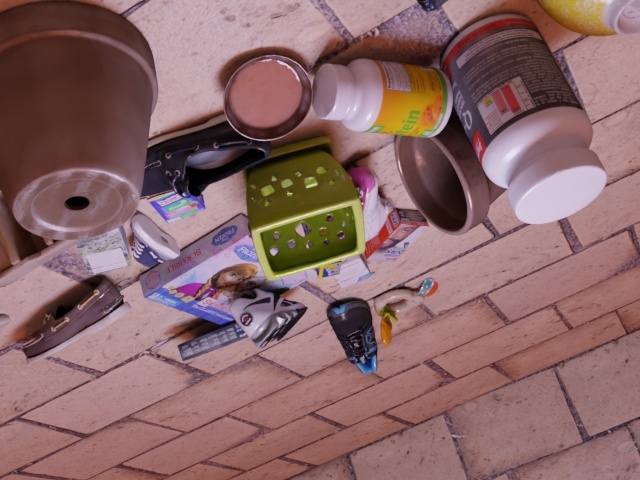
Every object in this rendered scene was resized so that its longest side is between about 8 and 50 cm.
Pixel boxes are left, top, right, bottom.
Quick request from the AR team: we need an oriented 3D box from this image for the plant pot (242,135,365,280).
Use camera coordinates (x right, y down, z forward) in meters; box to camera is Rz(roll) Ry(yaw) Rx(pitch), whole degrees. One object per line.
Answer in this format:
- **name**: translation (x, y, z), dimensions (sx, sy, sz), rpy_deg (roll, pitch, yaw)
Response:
- **plant pot**: translation (-0.044, -0.078, 1.747), dimensions (0.228, 0.207, 0.227), rpy_deg (-16, 150, -3)

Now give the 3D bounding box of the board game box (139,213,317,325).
- **board game box**: translation (-0.218, 0.085, 2.066), dimensions (0.318, 0.065, 0.319), rpy_deg (-30, 149, 21)

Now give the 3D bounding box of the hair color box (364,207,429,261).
- **hair color box**: translation (0.189, -0.011, 2.138), dimensions (0.093, 0.053, 0.167), rpy_deg (4, 143, -32)

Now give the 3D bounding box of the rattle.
- **rattle**: translation (0.264, 0.206, 2.465), dimensions (0.200, 0.142, 0.130), rpy_deg (-12, 132, 1)

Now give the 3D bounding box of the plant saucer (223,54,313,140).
- **plant saucer**: translation (-0.098, -0.264, 1.535), dimensions (0.169, 0.029, 0.168), rpy_deg (-10, 126, -14)

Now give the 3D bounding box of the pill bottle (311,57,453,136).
- **pill bottle**: translation (0.114, -0.270, 1.579), dimensions (0.246, 0.136, 0.136), rpy_deg (1, 146, -29)

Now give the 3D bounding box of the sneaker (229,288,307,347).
- **sneaker**: translation (-0.133, 0.174, 2.105), dimensions (0.122, 0.146, 0.330), rpy_deg (-50, 169, 5)

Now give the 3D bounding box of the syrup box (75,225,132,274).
- **syrup box**: translation (-0.459, -0.031, 1.714), dimensions (0.093, 0.096, 0.236), rpy_deg (-14, 150, -9)

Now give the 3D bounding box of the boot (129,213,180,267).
- **boot**: translation (-0.388, 0.009, 1.846), dimensions (0.086, 0.069, 0.190), rpy_deg (-25, 151, 8)

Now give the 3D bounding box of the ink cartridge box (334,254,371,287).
- **ink cartridge box**: translation (0.073, 0.067, 2.208), dimensions (0.089, 0.052, 0.122), rpy_deg (-22, 151, 7)

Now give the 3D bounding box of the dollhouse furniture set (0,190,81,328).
- **dollhouse furniture set**: translation (-0.608, -0.019, 1.420), dimensions (0.257, 0.362, 0.394), rpy_deg (-29, 174, 18)

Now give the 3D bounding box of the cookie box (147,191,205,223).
- **cookie box**: translation (-0.303, -0.089, 1.756), dimensions (0.092, 0.040, 0.107), rpy_deg (-20, 150, 6)

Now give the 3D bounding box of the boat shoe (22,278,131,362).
- **boat shoe**: translation (-0.604, 0.197, 2.021), dimensions (0.324, 0.096, 0.116), rpy_deg (-28, -170, 23)

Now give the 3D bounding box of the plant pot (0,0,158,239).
- **plant pot**: translation (-0.406, -0.165, 1.338), dimensions (0.323, 0.280, 0.323), rpy_deg (-12, 150, -7)

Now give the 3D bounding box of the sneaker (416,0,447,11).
- **sneaker**: translation (0.145, -0.422, 1.398), dimensions (0.217, 0.079, 0.121), rpy_deg (-18, 149, -2)

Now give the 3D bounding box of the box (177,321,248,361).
- **box**: translation (-0.262, 0.263, 2.292), dimensions (0.220, 0.051, 0.175), rpy_deg (-21, 176, 7)

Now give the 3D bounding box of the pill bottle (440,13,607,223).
- **pill bottle**: translation (0.376, -0.227, 1.562), dimensions (0.210, 0.362, 0.210), rpy_deg (-13, 150, -8)

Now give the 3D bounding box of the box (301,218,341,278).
- **box**: translation (0.000, 0.000, 1.938), dimensions (0.054, 0.168, 0.059), rpy_deg (-10, 149, -11)

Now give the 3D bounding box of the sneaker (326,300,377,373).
- **sneaker**: translation (0.116, 0.290, 2.517), dimensions (0.125, 0.139, 0.341), rpy_deg (-19, 149, 9)

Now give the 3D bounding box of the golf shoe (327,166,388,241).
- **golf shoe**: translation (0.098, -0.082, 1.937), dimensions (0.140, 0.115, 0.306), rpy_deg (-21, 157, -21)

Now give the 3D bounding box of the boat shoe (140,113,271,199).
- **boat shoe**: translation (-0.246, -0.140, 1.627), dimensions (0.340, 0.113, 0.127), rpy_deg (-20, 150, 5)

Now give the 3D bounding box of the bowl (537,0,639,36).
- **bowl**: translation (0.540, -0.456, 1.477), dimensions (0.290, 0.156, 0.289), rpy_deg (-13, 149, -8)

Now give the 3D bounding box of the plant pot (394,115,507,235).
- **plant pot**: translation (0.322, -0.174, 1.780), dimensions (0.229, 0.263, 0.263), rpy_deg (-29, 153, -17)
